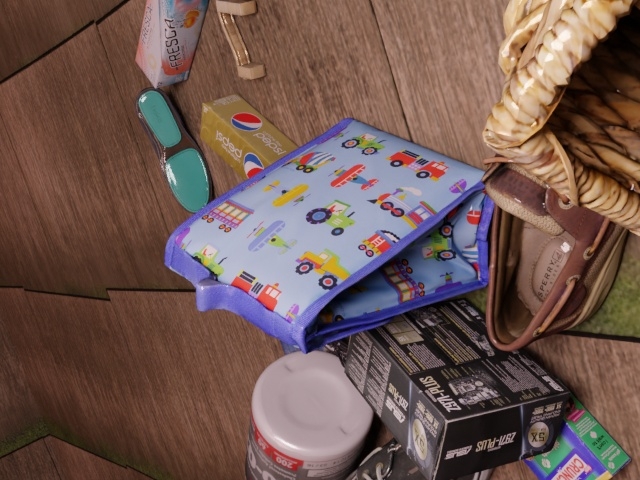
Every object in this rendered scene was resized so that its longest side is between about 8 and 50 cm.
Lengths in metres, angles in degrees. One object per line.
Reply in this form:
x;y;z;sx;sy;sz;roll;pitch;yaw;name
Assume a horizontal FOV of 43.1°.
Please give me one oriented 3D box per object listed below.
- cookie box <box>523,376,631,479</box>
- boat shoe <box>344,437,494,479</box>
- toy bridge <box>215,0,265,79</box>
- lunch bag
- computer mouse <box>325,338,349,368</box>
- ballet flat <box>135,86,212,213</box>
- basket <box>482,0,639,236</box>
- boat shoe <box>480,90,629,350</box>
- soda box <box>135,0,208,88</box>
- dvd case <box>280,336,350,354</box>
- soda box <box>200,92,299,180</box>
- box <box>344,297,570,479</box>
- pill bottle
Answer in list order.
0.251;0.211;0.842;0.107;0.040;0.092;49;141;21;cookie box
0.104;0.314;1.017;0.121;0.119;0.335;50;136;23;boat shoe
-0.107;-0.294;1.019;0.063;0.026;0.188;25;129;46;toy bridge
0.000;0.000;0.822;0.221;0.293;0.138;29;131;41;lunch bag
0.023;0.071;1.021;0.106;0.042;0.193;40;144;39;computer mouse
-0.222;-0.139;1.240;0.074;0.074;0.203;-6;112;54;ballet flat
0.255;-0.109;0.366;0.213;0.299;0.223;-23;49;54;basket
0.200;-0.047;0.678;0.123;0.123;0.342;37;137;35;boat shoe
-0.205;-0.298;1.119;0.063;0.058;0.183;52;144;18;soda box
-0.002;0.078;1.112;0.253;0.022;0.180;-6;104;54;dvd case
-0.084;-0.118;1.068;0.181;0.058;0.061;44;140;29;soda box
0.132;0.144;0.821;0.180;0.147;0.077;46;135;51;box
-0.024;0.297;1.143;0.161;0.161;0.283;44;146;28;pill bottle
